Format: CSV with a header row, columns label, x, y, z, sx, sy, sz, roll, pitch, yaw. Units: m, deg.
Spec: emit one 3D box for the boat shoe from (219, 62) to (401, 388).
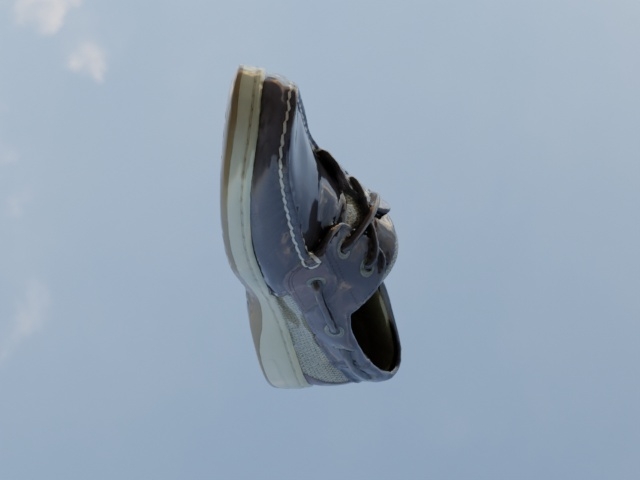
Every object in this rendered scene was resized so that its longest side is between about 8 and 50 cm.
label,x,y,z,sx,sy,sz,roll,pitch,yaw
boat shoe,0.000,0.000,0.972,0.092,0.285,0.102,3,-125,9
